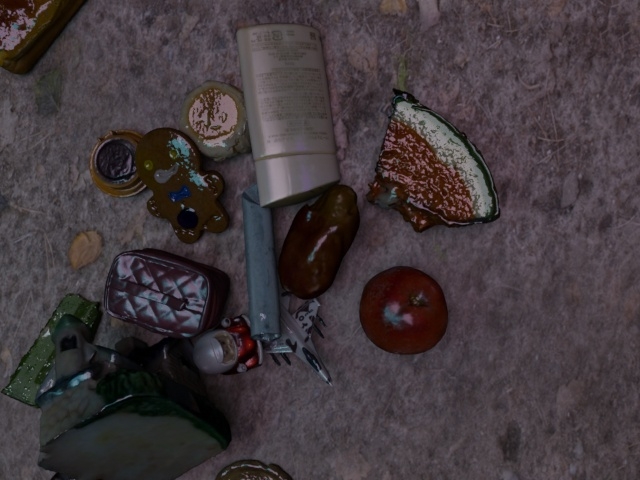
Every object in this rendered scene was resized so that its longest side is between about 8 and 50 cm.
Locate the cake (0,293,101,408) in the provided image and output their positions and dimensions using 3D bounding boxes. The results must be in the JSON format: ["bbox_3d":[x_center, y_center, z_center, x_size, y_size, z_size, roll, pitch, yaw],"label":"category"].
[{"bbox_3d":[-0.538,0.231,1.244,0.100,0.099,0.235,22,70,8],"label":"cake"}]

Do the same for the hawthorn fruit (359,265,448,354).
[{"bbox_3d":[0.151,0.129,1.095,0.172,0.173,0.173,0,88,7],"label":"hawthorn fruit"}]

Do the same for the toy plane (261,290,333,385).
[{"bbox_3d":[-0.045,0.191,1.160,0.160,0.082,0.234,-39,72,-4],"label":"toy plane"}]

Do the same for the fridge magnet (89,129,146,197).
[{"bbox_3d":[-0.407,-0.158,1.225,0.143,0.063,0.143,0,85,5],"label":"fridge magnet"}]

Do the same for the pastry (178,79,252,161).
[{"bbox_3d":[-0.199,-0.238,1.192,0.165,0.088,0.166,0,91,6],"label":"pastry"}]

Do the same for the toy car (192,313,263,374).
[{"bbox_3d":[-0.191,0.212,1.142,0.139,0.112,0.112,-30,77,37],"label":"toy car"}]

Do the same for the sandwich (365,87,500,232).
[{"bbox_3d":[0.209,-0.121,1.132,0.292,0.109,0.212,35,99,9],"label":"sandwich"}]

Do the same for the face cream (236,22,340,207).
[{"bbox_3d":[-0.058,-0.242,1.164,0.173,0.081,0.349,-8,87,-20],"label":"face cream"}]

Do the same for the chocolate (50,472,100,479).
[{"bbox_3d":[-0.435,0.531,1.186,0.248,0.110,0.110,28,91,7],"label":"chocolate"}]

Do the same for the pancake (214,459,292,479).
[{"bbox_3d":[-0.130,0.532,1.188,0.199,0.021,0.199,0,87,6],"label":"pancake"}]

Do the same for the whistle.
[{"bbox_3d":[-0.114,0.034,1.144,0.062,0.062,0.312,-8,71,7],"label":"whistle"}]

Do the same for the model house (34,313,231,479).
[{"bbox_3d":[-0.350,0.268,1.092,0.243,0.298,0.284,-34,48,3],"label":"model house"}]

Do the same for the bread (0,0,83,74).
[{"bbox_3d":[-0.588,-0.538,1.241,0.185,0.109,0.380,41,95,6],"label":"bread"}]

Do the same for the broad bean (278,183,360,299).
[{"bbox_3d":[-0.003,-0.001,1.125,0.122,0.156,0.229,23,96,3],"label":"broad bean"}]

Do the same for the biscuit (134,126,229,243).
[{"bbox_3d":[-0.277,-0.108,1.179,0.180,0.039,0.236,-22,103,22],"label":"biscuit"}]

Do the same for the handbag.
[{"bbox_3d":[-0.298,0.099,1.168,0.225,0.135,0.146,18,94,6],"label":"handbag"}]
